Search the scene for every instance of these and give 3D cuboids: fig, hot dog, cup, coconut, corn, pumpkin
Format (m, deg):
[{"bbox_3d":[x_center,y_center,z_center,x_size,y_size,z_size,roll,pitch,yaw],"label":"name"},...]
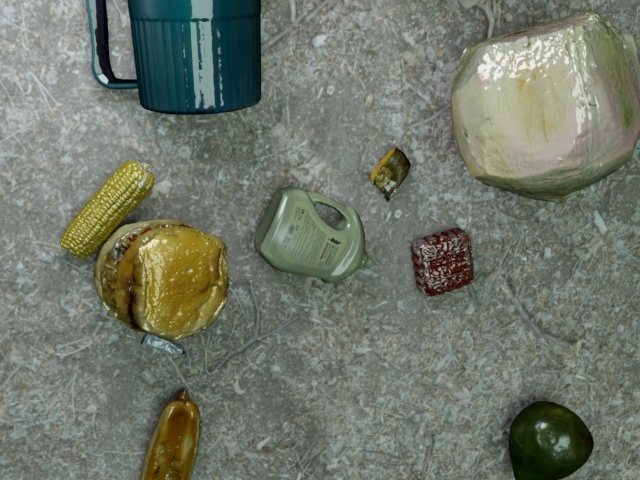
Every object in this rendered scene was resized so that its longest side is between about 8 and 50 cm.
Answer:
[{"bbox_3d":[0.538,0.508,2.112,0.195,0.195,0.245,24,94,-23],"label":"fig"},{"bbox_3d":[-0.315,0.443,1.877,0.109,0.072,0.270,10,104,-23],"label":"hot dog"},{"bbox_3d":[-0.250,-0.381,1.564,0.307,0.242,0.292,-9,110,-18],"label":"cup"},{"bbox_3d":[0.451,-0.248,1.757,0.404,0.404,0.405,-5,107,-17],"label":"coconut"},{"bbox_3d":[-0.409,-0.062,1.693,0.238,0.080,0.080,-45,114,2],"label":"corn"},{"bbox_3d":[0.148,-0.144,1.878,0.073,0.035,0.101,38,88,-35],"label":"pumpkin"}]

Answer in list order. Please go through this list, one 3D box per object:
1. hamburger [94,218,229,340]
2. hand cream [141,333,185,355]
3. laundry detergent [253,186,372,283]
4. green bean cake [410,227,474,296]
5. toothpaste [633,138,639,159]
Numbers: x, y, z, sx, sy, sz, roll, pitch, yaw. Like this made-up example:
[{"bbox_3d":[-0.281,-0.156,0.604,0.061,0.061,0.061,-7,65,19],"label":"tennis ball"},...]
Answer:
[{"bbox_3d":[-0.308,0.069,1.718,0.244,0.163,0.245,-8,105,-33],"label":"hamburger"},{"bbox_3d":[-0.327,0.219,1.839,0.093,0.019,0.030,25,99,-16],"label":"hand cream"},{"bbox_3d":[0.000,0.000,1.839,0.253,0.091,0.181,22,92,-22],"label":"laundry detergent"},{"bbox_3d":[0.275,0.049,1.962,0.135,0.056,0.136,-15,110,-12],"label":"green bean cake"},{"bbox_3d":[0.652,-0.225,2.020,0.218,0.033,0.052,7,108,-23],"label":"toothpaste"}]
